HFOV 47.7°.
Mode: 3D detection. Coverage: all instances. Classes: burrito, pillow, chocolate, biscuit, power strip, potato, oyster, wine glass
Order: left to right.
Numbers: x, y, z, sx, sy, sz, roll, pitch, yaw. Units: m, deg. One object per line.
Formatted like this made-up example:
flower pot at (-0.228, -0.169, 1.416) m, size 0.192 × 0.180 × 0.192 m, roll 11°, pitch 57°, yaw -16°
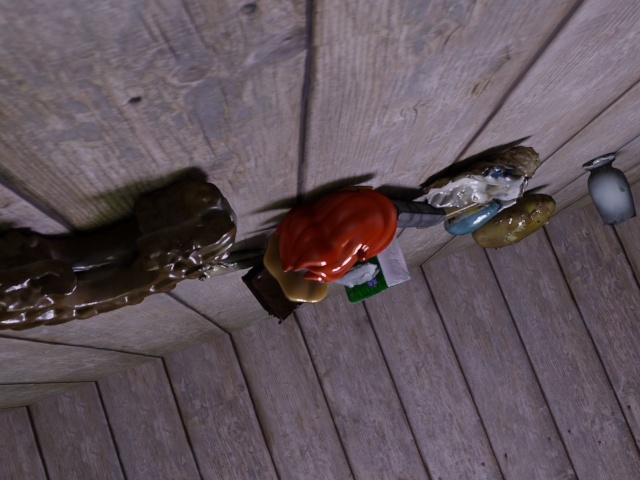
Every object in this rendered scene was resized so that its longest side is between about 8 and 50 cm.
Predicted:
biscuit at (-0.296, 0.028, 0.989) m, size 0.366 × 0.115 × 0.268 m, roll -15°, pitch 170°, yaw -20°
burrito at (-0.186, 0.048, 1.561) m, size 0.171 × 0.042 × 0.051 m, roll -11°, pitch 157°, yaw -36°
chocolate at (-0.101, 0.095, 1.593) m, size 0.112 × 0.112 × 0.321 m, roll -41°, pitch -173°, yaw -8°
power strip at (0.378, -0.095, 1.924) m, size 0.305 × 0.044 × 0.064 m, roll -24°, pitch 169°, yaw 22°
oyster at (0.334, -0.125, 1.545) m, size 0.223 × 0.083 × 0.214 m, roll -1°, pitch 159°, yaw -8°
pillow at (0.450, -0.080, 2.052) m, size 0.214 × 0.086 × 0.233 m, roll -26°, pitch 172°, yaw 6°
potato at (0.622, -0.062, 2.348) m, size 0.296 × 0.141 × 0.192 m, roll -30°, pitch 169°, yaw 37°
wine glass at (0.854, -0.148, 2.140) m, size 0.111 × 0.204 × 0.111 m, roll -15°, pitch 171°, yaw -3°

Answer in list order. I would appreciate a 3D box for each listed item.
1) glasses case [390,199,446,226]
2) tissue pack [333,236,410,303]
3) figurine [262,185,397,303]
glasses case at (0.175, -0.058, 1.575) m, size 0.114 × 0.060 × 0.299 m, roll 6°, pitch -176°, yaw 27°
tissue pack at (0.138, 0.094, 2.188) m, size 0.156 × 0.148 × 0.209 m, roll -14°, pitch 169°, yaw -36°
figurine at (0.007, 0.007, 1.347) m, size 0.208 × 0.180 × 0.257 m, roll 16°, pitch 147°, yaw -23°
